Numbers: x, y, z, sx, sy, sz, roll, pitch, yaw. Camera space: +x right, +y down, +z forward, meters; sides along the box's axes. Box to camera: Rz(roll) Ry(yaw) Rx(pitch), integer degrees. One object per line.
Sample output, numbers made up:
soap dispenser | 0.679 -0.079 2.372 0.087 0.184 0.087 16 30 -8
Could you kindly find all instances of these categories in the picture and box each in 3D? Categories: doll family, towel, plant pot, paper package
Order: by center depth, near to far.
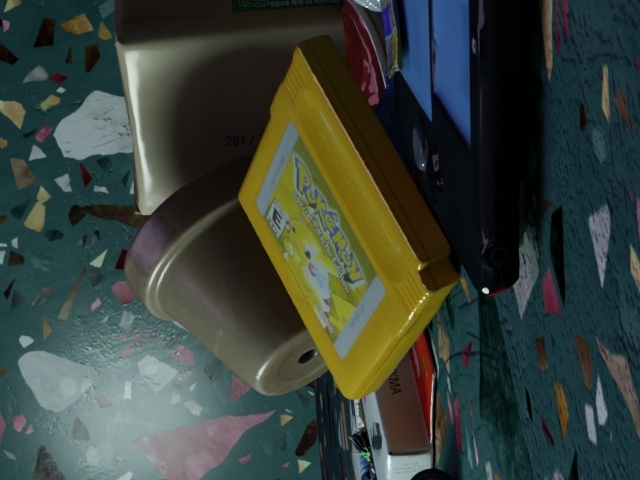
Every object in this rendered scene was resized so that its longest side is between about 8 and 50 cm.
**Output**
towel | 0.059 -0.181 1.348 0.060 0.009 0.083 -165 69 -86
plant pot | -0.076 0.059 1.963 0.229 0.263 0.263 54 161 26
paper package | -0.097 -0.202 2.066 0.309 0.324 0.168 88 175 -46
doll family | 0.076 0.269 2.074 0.193 0.076 0.111 82 175 -53

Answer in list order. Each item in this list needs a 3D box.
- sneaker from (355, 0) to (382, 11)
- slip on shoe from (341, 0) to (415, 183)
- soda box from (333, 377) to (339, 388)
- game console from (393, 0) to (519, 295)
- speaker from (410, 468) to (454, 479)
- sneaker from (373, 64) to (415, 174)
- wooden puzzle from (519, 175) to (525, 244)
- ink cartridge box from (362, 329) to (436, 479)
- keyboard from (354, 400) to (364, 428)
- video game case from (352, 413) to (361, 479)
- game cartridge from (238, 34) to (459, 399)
sneaker | 0.024 -0.337 1.428 0.268 0.101 0.153 54 -154 -49
slip on shoe | 0.047 -0.112 1.769 0.123 0.101 0.331 -145 50 -86
soda box | 0.052 0.188 2.342 0.181 0.058 0.061 155 109 -86
game console | 0.096 -0.196 1.210 0.342 0.060 0.387 -98 4 -65
speaker | 0.113 0.289 1.673 0.136 0.055 0.055 92 172 -62
sneaker | 0.061 -0.130 1.651 0.058 0.084 0.152 91 172 -57
wooden puzzle | 0.144 -0.029 1.186 0.049 0.006 0.083 -107 12 -69
ink cartridge box | 0.085 0.155 1.871 0.275 0.060 0.239 -100 5 -51
keyboard | 0.071 0.220 2.208 0.072 0.014 0.256 -20 73 54
video game case | 0.081 0.403 2.324 0.232 0.041 0.210 -102 9 -59
game cartridge | 0.018 -0.013 1.648 0.285 0.052 0.324 61 158 17
